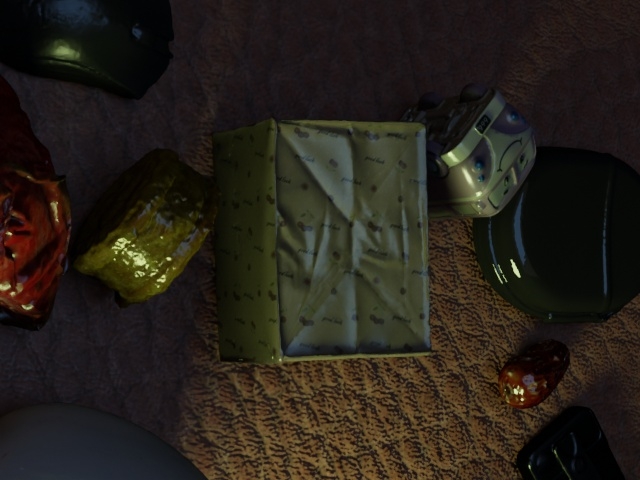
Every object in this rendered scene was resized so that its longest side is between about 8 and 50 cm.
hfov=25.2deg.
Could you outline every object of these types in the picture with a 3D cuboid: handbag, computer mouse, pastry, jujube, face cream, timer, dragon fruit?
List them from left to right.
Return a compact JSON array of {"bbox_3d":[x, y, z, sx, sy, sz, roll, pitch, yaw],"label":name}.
[{"bbox_3d":[-0.378,-0.011,1.525,0.240,0.330,0.302,-31,105,-6],"label":"dragon fruit"},{"bbox_3d":[-0.296,0.332,1.559,0.357,0.219,0.312,18,65,-25],"label":"face cream"},{"bbox_3d":[-0.283,-0.259,1.700,0.264,0.088,0.147,12,83,-32],"label":"computer mouse"},{"bbox_3d":[-0.205,-0.017,1.669,0.103,0.188,0.189,40,68,-20],"label":"pastry"},{"bbox_3d":[0.303,0.186,2.020,0.129,0.077,0.077,-35,104,-39],"label":"jujube"},{"bbox_3d":[0.357,-0.008,2.050,0.308,0.093,0.254,2,85,-30],"label":"handbag"},{"bbox_3d":[0.373,0.348,2.056,0.144,0.055,0.187,-36,105,-28],"label":"timer"}]

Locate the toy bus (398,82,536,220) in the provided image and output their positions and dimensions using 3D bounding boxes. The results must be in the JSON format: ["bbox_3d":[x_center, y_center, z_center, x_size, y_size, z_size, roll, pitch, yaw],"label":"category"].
[{"bbox_3d":[0.182,-0.112,1.891,0.142,0.202,0.142,49,65,-21],"label":"toy bus"}]

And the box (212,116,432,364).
[{"bbox_3d":[0.000,0.000,1.786,0.225,0.190,0.297,-1,86,-29],"label":"box"}]
